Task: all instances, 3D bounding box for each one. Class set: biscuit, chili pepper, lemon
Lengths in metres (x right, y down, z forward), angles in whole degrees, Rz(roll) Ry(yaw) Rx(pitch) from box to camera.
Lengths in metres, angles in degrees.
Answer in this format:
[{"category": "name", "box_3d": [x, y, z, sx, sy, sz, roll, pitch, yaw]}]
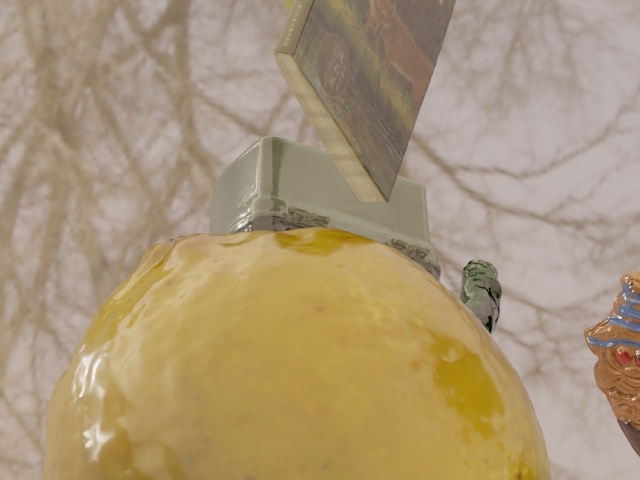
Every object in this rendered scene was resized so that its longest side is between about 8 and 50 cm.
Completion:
[{"category": "biscuit", "box_3d": [0.459, 0.183, 2.284, 0.043, 0.280, 0.183, -6, -174, -43]}, {"category": "chili pepper", "box_3d": [0.202, 0.107, 2.105, 0.061, 0.098, 0.224, -1, -152, 15]}, {"category": "lemon", "box_3d": [-0.012, 0.140, 0.896, 0.297, 0.297, 0.297, 15, -155, -7]}]

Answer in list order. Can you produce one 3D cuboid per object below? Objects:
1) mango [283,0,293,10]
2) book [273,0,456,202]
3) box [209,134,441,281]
[{"category": "mango", "box_3d": [0.056, -0.306, 1.362, 0.175, 0.293, 0.143, 36, -153, 32]}, {"category": "book", "box_3d": [0.039, -0.162, 1.073, 0.024, 0.160, 0.228, 2, -124, 30]}, {"category": "box", "box_3d": [0.000, 0.000, 1.488, 0.210, 0.148, 0.129, 17, -124, -27]}]
